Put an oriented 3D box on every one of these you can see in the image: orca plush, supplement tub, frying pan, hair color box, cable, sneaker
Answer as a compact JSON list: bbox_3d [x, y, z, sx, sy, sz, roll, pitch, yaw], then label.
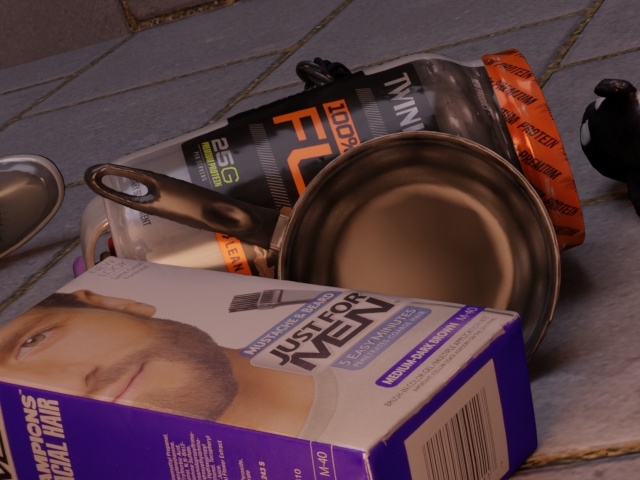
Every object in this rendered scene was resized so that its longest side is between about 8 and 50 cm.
[{"bbox_3d":[0.302,-0.054,1.595,0.151,0.102,0.287,27,-8,-42],"label":"orca plush"},{"bbox_3d":[0.018,-0.017,1.515,0.338,0.207,0.207,-20,16,0],"label":"supplement tub"},{"bbox_3d":[0.005,0.029,1.383,0.326,0.197,0.053,-6,-6,4],"label":"frying pan"},{"bbox_3d":[-0.054,0.107,1.260,0.338,0.110,0.185,5,27,35],"label":"hair color box"},{"bbox_3d":[0.051,-0.121,1.884,0.047,0.184,0.150,-44,22,20],"label":"cable"},{"bbox_3d":[-0.422,-0.001,2.117,0.295,0.124,0.178,-26,10,6],"label":"sneaker"}]

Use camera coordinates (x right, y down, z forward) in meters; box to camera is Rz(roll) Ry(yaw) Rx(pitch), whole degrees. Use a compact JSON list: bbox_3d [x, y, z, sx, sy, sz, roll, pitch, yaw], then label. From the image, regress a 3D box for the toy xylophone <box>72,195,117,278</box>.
[{"bbox_3d":[-0.102,-0.028,1.917,0.322,0.081,0.236,-19,16,3],"label":"toy xylophone"}]
